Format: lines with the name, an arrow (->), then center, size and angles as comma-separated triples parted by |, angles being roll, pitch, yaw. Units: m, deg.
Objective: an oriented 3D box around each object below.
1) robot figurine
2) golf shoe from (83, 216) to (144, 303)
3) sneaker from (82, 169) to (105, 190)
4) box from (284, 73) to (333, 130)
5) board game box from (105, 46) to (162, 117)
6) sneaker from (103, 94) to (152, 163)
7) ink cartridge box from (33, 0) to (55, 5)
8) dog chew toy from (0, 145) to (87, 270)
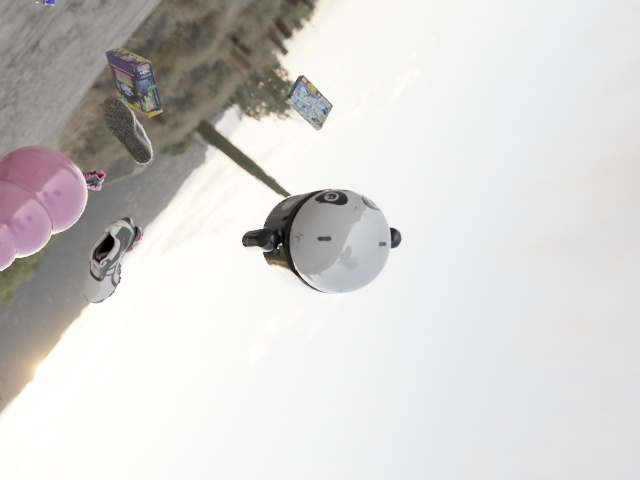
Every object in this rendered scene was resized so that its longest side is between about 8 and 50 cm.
robot figurine -> 0.002, -0.002, 1.082 | 0.209, 0.173, 0.278 | -42, -165, -16
golf shoe -> -0.595, 0.057, 1.773 | 0.272, 0.105, 0.120 | -61, 167, 14
sneaker -> -0.591, -0.158, 1.642 | 0.057, 0.047, 0.119 | -43, 170, 22
box -> -0.030, -0.391, 1.849 | 0.027, 0.137, 0.093 | -4, -127, 49
board game box -> -0.488, -0.414, 1.700 | 0.048, 0.141, 0.170 | -32, -137, -29
sneaker -> -0.452, -0.265, 1.516 | 0.066, 0.188, 0.071 | -19, -137, -2
ink cartridge box -> -0.695, -0.670, 1.560 | 0.333, 0.065, 0.165 | 33, -67, 36
dog chew toy -> -0.661, -0.060, 1.410 | 0.207, 0.207, 0.331 | -33, -159, 41
